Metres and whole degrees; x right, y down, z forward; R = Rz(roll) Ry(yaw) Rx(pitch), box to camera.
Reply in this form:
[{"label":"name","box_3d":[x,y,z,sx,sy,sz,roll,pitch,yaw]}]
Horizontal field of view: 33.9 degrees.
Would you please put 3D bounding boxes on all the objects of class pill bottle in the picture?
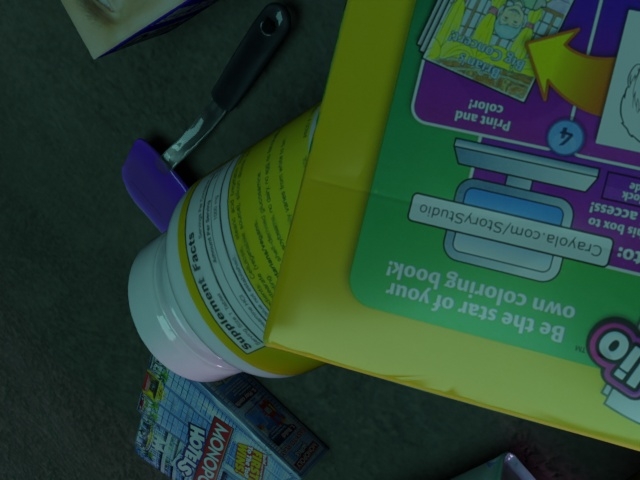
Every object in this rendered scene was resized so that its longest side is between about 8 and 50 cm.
[{"label":"pill bottle","box_3d":[0.000,0.000,0.837,0.334,0.188,0.188,-27,97,39]}]

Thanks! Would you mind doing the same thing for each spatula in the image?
[{"label":"spatula","box_3d":[-0.106,-0.108,0.950,0.084,0.030,0.296,48,129,6]}]

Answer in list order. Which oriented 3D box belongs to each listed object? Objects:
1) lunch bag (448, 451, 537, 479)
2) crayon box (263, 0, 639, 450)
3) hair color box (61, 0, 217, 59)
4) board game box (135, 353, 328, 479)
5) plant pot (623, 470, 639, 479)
[{"label":"lunch bag","box_3d":[0.152,0.353,0.937,0.223,0.160,0.262,-32,105,35]},{"label":"crayon box","box_3d":[0.183,-0.046,0.583,0.363,0.106,0.313,15,93,15]},{"label":"hair color box","box_3d":[-0.085,-0.294,0.799,0.339,0.110,0.185,-21,101,39]},{"label":"board game box","box_3d":[-0.098,0.211,1.083,0.194,0.060,0.194,31,126,17]},{"label":"plant pot","box_3d":[0.258,0.282,0.745,0.275,0.293,0.274,14,120,26]}]
